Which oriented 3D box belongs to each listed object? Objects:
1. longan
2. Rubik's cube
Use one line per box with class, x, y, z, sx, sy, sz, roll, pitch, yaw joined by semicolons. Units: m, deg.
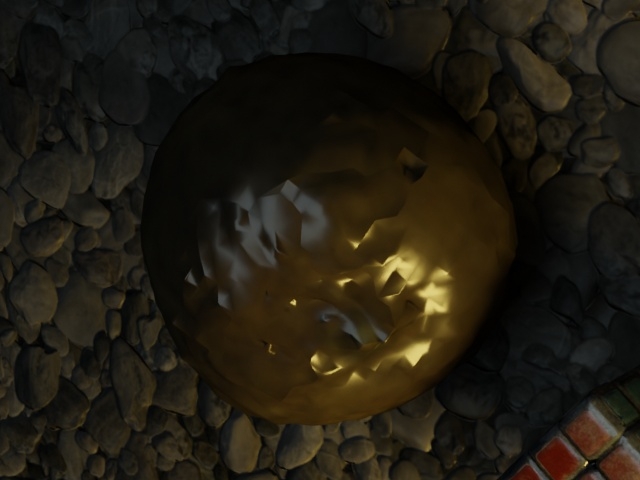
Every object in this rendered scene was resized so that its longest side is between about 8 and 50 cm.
longan;0.000;0.000;1.442;0.391;0.391;0.391;8;105;34
Rubik's cube;0.313;0.271;1.367;0.237;0.237;0.238;51;123;15
